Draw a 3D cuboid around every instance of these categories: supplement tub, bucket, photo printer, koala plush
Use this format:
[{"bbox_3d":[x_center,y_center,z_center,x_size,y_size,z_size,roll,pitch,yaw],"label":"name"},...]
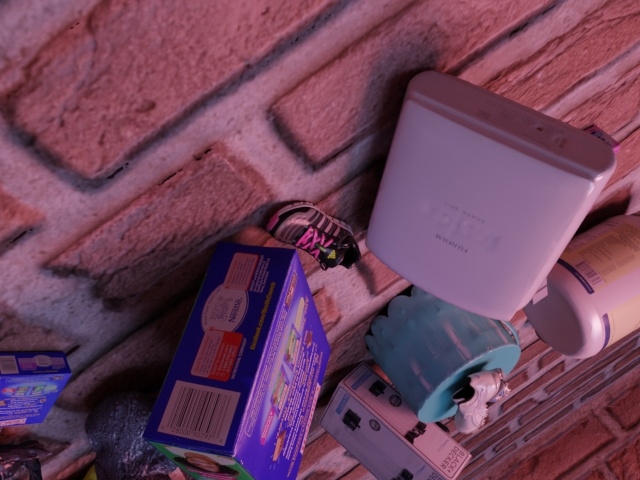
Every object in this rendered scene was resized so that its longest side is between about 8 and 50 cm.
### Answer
[{"bbox_3d":[0.626,0.087,1.337,0.324,0.235,0.235,-26,145,-13],"label":"supplement tub"},{"bbox_3d":[0.246,0.216,1.220,0.281,0.183,0.281,-23,145,-17],"label":"bucket"},{"bbox_3d":[0.195,-0.037,0.811,0.107,0.256,0.308,-49,161,-40],"label":"photo printer"},{"bbox_3d":[-0.260,0.353,0.892,0.196,0.221,0.203,-11,143,10],"label":"koala plush"}]

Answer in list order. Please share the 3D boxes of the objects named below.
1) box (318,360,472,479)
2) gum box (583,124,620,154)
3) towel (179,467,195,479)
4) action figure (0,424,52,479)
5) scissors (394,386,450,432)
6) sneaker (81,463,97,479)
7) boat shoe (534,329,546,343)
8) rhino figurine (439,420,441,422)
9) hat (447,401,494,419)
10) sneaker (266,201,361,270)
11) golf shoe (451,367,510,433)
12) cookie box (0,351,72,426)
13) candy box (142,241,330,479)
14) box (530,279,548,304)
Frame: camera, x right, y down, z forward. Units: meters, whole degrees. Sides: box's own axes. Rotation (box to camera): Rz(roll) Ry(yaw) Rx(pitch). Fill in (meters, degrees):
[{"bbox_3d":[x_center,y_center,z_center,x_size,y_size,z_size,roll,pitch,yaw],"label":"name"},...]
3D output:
[{"bbox_3d":[0.147,0.413,1.277,0.087,0.290,0.169,-32,154,-44],"label":"box"},{"bbox_3d":[0.449,-0.103,1.105,0.107,0.062,0.188,-25,145,-14],"label":"gum box"},{"bbox_3d":[-0.176,0.361,1.060,0.144,0.197,0.029,-18,106,-23],"label":"towel"},{"bbox_3d":[-0.456,0.367,0.856,0.164,0.141,0.276,-4,139,-20],"label":"action figure"},{"bbox_3d":[0.201,0.391,1.366,0.109,0.297,0.021,-44,106,0],"label":"scissors"},{"bbox_3d":[-0.402,0.460,1.059,0.240,0.091,0.126,-29,147,-10],"label":"sneaker"},{"bbox_3d":[0.711,0.145,1.576,0.355,0.132,0.130,-47,144,20],"label":"boat shoe"},{"bbox_3d":[0.230,0.543,1.715,0.243,0.073,0.106,-16,139,-23],"label":"rhino figurine"},{"bbox_3d":[0.378,0.372,1.574,0.331,0.134,0.331,-22,144,-17],"label":"hat"},{"bbox_3d":[0.000,0.000,0.841,0.063,0.075,0.170,-47,144,19],"label":"sneaker"},{"bbox_3d":[0.274,0.297,1.140,0.085,0.069,0.176,6,129,-17],"label":"golf shoe"},{"bbox_3d":[-0.385,0.191,0.782,0.091,0.040,0.107,10,126,-47],"label":"cookie box"},{"bbox_3d":[-0.089,0.198,0.845,0.122,0.268,0.317,7,147,16],"label":"candy box"},{"bbox_3d":[0.342,0.021,1.095,0.038,0.145,0.186,-35,147,0],"label":"box"}]
